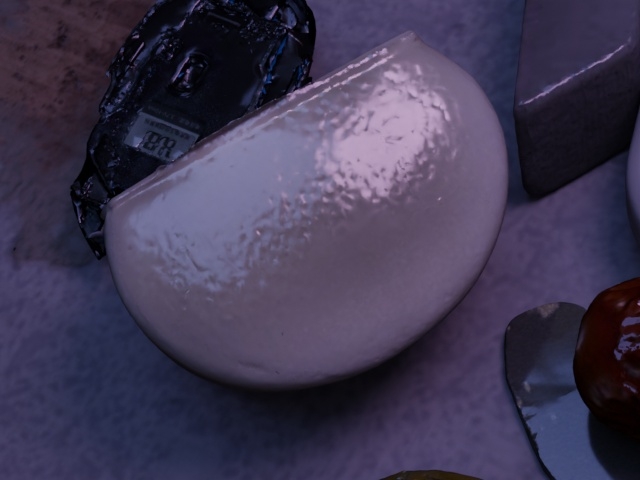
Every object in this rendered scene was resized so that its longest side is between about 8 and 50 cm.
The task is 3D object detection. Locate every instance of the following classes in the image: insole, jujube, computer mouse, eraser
[{"bbox_3d":[0.175,0.140,0.763,0.081,0.011,0.248,-22,58,3],"label":"insole"},{"bbox_3d":[0.228,0.077,0.719,0.176,0.112,0.109,12,23,14],"label":"jujube"},{"bbox_3d":[-0.080,-0.080,0.912,0.146,0.077,0.242,25,74,25],"label":"computer mouse"},{"bbox_3d":[0.188,-0.202,0.891,0.077,0.111,0.352,4,63,14],"label":"eraser"}]

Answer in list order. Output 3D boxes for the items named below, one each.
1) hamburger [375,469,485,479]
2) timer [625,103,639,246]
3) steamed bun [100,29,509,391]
[{"bbox_3d":[0.026,0.256,0.667,0.285,0.134,0.265,-21,57,5],"label":"hamburger"},{"bbox_3d":[0.326,-0.058,0.789,0.262,0.087,0.237,10,65,19],"label":"timer"},{"bbox_3d":[0.000,0.000,0.786,0.241,0.146,0.164,-29,87,-8],"label":"steamed bun"}]
